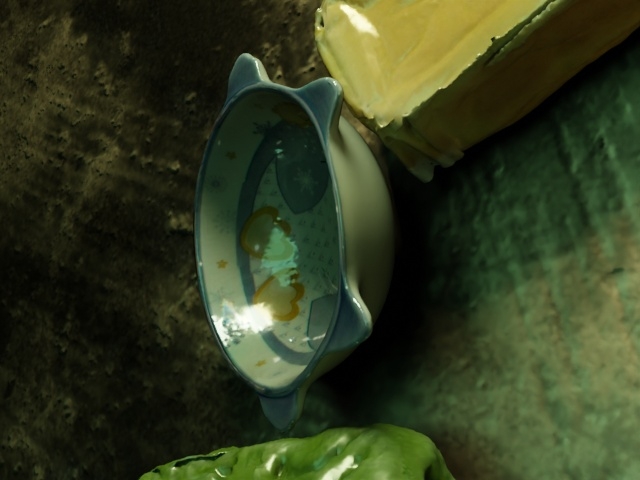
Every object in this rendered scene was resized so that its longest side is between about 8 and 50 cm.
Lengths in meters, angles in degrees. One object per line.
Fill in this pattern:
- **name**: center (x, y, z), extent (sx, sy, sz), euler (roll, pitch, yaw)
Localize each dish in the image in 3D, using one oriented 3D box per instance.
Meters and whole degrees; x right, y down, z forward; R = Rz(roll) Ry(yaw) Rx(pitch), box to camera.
- **dish**: center (0.000, 0.000, 0.576), extent (0.228, 0.086, 0.236), euler (23, 112, 55)

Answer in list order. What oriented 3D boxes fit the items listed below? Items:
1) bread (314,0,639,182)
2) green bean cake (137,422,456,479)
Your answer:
- **bread**: center (0.117, -0.160, 0.537), extent (0.241, 0.107, 0.136), euler (-40, 58, 23)
- **green bean cake**: center (-0.028, 0.220, 0.484), extent (0.248, 0.125, 0.222), euler (-17, 28, 22)
